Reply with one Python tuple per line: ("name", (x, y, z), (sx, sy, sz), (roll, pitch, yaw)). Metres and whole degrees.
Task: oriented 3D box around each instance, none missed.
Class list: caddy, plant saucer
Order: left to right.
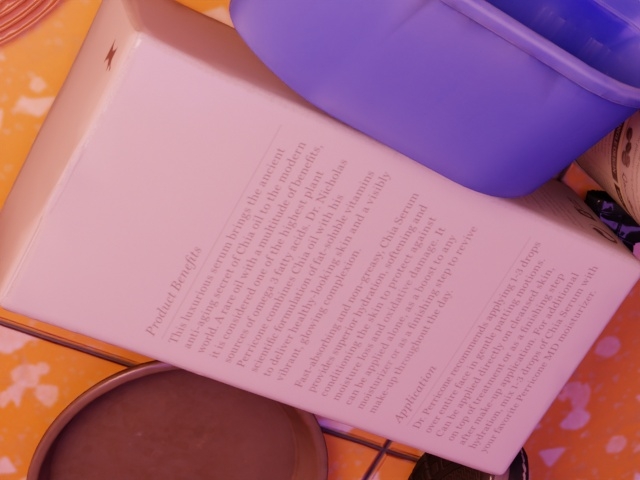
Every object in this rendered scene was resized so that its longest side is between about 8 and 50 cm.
("plant saucer", (-0.131, 0.218, 1.130), (0.278, 0.041, 0.277), (-6, 119, -11))
("caddy", (0.099, -0.187, 0.844), (0.341, 0.241, 0.179), (25, 129, -25))

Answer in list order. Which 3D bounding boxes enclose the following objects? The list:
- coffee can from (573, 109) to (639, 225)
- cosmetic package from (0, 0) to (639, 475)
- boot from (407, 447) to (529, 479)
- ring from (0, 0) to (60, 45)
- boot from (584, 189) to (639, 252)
("coffee can", (0.329, -0.074, 0.959), (0.202, 0.275, 0.201), (-6, 119, -12))
("cosmetic package", (0.000, 0.000, 0.978), (0.453, 0.161, 0.230), (23, 110, -24))
("boot", (0.217, 0.340, 1.228), (0.284, 0.138, 0.377), (4, 120, -16))
("ring", (-0.304, -0.274, 0.830), (0.337, 0.032, 0.336), (-7, 119, -12))
("boot", (0.282, 0.009, 1.124), (0.121, 0.045, 0.099), (7, 113, -10))
